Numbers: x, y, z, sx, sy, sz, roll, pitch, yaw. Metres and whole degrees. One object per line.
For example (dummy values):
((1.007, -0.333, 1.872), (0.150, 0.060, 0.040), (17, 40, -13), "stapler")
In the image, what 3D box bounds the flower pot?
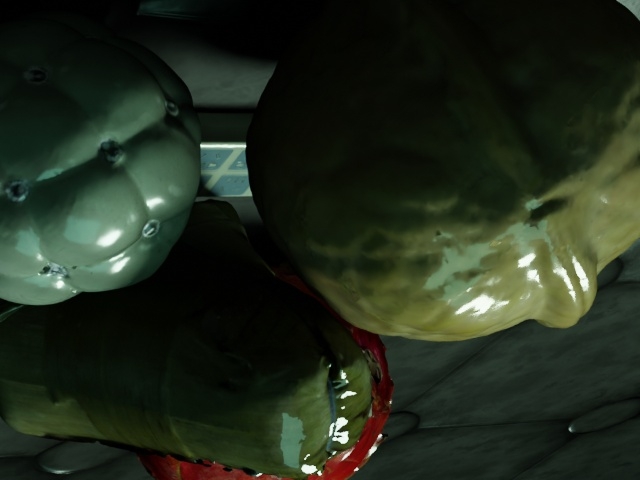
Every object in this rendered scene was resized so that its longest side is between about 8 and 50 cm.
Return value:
((-0.223, -0.067, 1.458), (0.195, 0.246, 0.246), (14, 143, -35), "flower pot")

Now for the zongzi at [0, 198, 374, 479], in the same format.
((-0.063, 0.064, 1.635), (0.356, 0.174, 0.393), (11, -152, 31), "zongzi")

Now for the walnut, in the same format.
((0.116, -0.082, 1.518), (0.381, 0.381, 0.381), (-15, 156, -6), "walnut")

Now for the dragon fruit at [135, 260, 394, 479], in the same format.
((-0.069, 0.165, 2.023), (0.302, 0.295, 0.295), (-17, 158, 20), "dragon fruit")

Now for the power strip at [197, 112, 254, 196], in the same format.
((-0.009, -0.086, 1.802), (0.367, 0.043, 0.106), (-2, 153, -31), "power strip")
